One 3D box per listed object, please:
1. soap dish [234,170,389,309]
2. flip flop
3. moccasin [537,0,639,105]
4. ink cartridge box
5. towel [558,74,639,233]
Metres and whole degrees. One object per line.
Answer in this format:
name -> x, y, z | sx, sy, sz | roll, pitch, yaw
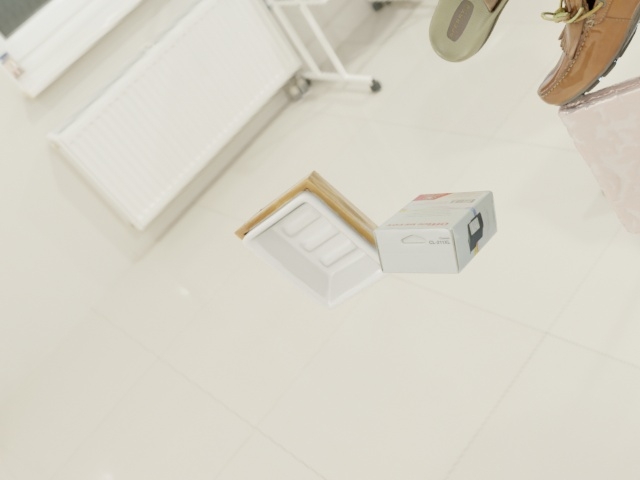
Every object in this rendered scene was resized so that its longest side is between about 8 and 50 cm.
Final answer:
soap dish -> 0.000, 0.000, 1.619 | 0.229, 0.291, 0.118 | -34, 28, 33
flip flop -> 0.195, -0.344, 0.970 | 0.080, 0.277, 0.112 | -26, 63, -33
moccasin -> 0.428, -0.369, 1.168 | 0.147, 0.380, 0.139 | 23, 54, 2
ink cartridge box -> 0.177, -0.014, 1.148 | 0.128, 0.072, 0.175 | 0, 21, 33
towel -> 0.620, -0.161, 1.293 | 0.317, 0.332, 0.053 | -18, 37, 36
